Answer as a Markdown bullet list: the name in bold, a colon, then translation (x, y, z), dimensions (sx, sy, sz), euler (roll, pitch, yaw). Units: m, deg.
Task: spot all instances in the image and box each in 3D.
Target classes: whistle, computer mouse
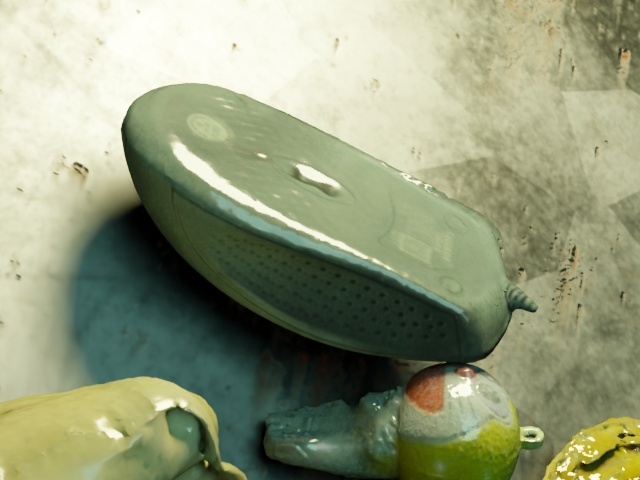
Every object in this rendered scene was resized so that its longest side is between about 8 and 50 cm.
- **whistle**: translation (0.065, 0.148, 1.192), dimensions (0.223, 0.123, 0.123), euler (2, 62, 5)
- **computer mouse**: translation (0.000, 0.000, 1.232), dimensions (0.371, 0.122, 0.188), euler (24, 34, -4)

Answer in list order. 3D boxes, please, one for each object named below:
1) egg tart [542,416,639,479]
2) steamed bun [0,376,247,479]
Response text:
- **egg tart**: translation (0.293, 0.264, 1.308), dimensions (0.241, 0.106, 0.241), euler (13, 64, -28)
- **steamed bun**: translation (-0.196, 0.257, 0.932), dimensions (0.325, 0.230, 0.372), euler (3, 96, -52)
